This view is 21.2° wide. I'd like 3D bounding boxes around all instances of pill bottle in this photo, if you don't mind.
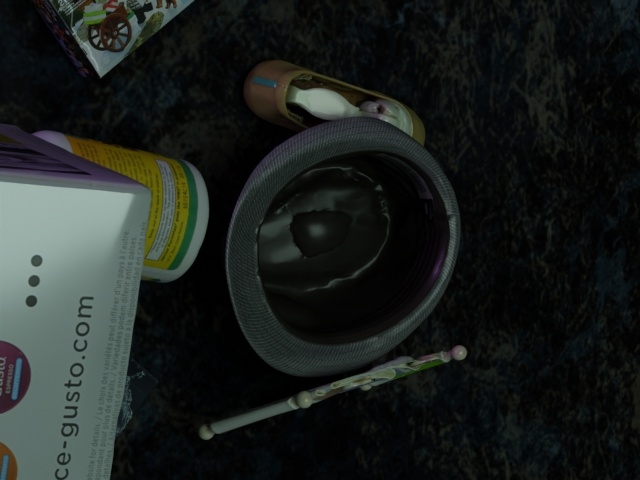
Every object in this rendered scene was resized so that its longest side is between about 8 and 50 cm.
[{"bbox_3d":[-0.215,-0.033,1.522,0.208,0.117,0.117,11,91,-35],"label":"pill bottle"}]

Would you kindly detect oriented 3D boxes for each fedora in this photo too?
[{"bbox_3d":[0.000,0.000,1.668,0.275,0.124,0.243,-27,110,-25],"label":"fedora"}]

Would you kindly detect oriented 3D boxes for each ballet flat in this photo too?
[{"bbox_3d":[0.029,-0.119,1.704,0.232,0.073,0.080,14,90,-36],"label":"ballet flat"}]

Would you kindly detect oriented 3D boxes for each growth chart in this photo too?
[{"bbox_3d":[0.008,0.148,1.679,0.237,0.172,0.021,-13,82,-41],"label":"growth chart"}]

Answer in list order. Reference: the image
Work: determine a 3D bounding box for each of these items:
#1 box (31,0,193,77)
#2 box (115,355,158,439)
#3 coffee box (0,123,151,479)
[{"bbox_3d":[-0.169,-0.281,1.560,0.233,0.044,0.159,-44,119,-22],"label":"box"},{"bbox_3d":[-0.260,0.136,1.531,0.156,0.093,0.158,46,71,-30],"label":"box"},{"bbox_3d":[-0.352,0.082,1.216,0.334,0.338,0.337,5,99,-26],"label":"coffee box"}]
